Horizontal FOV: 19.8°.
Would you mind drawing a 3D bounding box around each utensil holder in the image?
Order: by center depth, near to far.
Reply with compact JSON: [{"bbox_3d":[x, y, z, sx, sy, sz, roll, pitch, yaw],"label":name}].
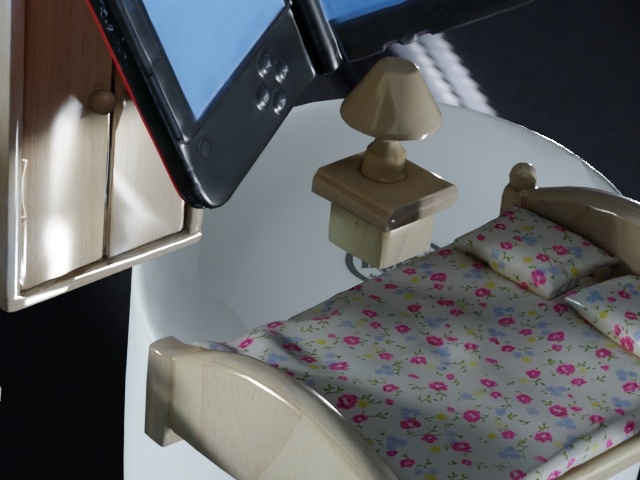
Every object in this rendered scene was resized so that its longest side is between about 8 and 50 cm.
[{"bbox_3d":[0.034,0.149,1.148,0.327,0.385,0.327,3,-137,-3],"label":"utensil holder"}]

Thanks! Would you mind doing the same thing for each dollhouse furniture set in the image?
[{"bbox_3d":[0.000,0.000,0.621,0.303,0.174,0.355,-22,-141,-39],"label":"dollhouse furniture set"}]

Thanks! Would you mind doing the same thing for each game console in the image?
[{"bbox_3d":[-0.004,-0.097,0.532,0.085,0.144,0.124,2,-138,31],"label":"game console"}]
